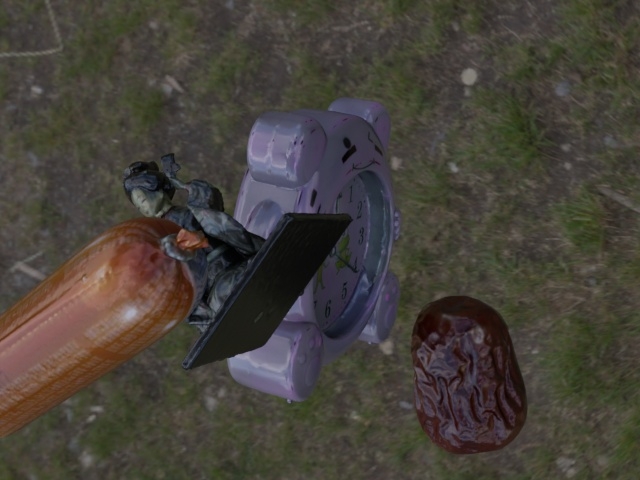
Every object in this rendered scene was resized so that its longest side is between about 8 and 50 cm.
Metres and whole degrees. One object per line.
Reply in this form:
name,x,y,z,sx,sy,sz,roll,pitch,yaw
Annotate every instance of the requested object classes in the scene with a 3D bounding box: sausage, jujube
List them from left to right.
sausage,-0.143,0.049,0.536,0.234,0.071,0.071,-32,73,34
jujube,0.199,0.182,1.220,0.155,0.155,0.230,4,118,30

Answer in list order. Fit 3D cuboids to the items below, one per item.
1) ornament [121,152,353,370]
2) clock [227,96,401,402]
ornament,-0.112,-0.008,0.781,0.196,0.153,0.166,38,102,17
clock,0.000,0.000,1.068,0.113,0.295,0.322,12,108,27
